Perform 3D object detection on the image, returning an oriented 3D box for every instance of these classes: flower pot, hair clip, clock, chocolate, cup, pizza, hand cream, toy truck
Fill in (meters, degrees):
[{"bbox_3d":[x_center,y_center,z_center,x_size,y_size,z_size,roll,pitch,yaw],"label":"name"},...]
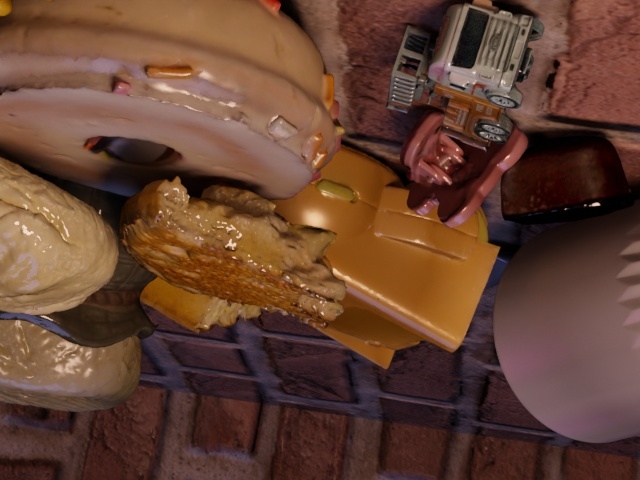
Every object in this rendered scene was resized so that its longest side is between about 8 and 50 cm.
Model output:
[{"bbox_3d":[-0.296,-0.024,1.930,0.302,0.213,0.302,15,-174,-1],"label":"flower pot"},{"bbox_3d":[0.137,-0.068,1.814,0.102,0.123,0.138,36,165,13],"label":"hair clip"},{"bbox_3d":[0.011,-0.005,2.007,0.317,0.200,0.244,23,159,-18],"label":"clock"},{"bbox_3d":[0.233,-0.062,1.803,0.125,0.080,0.149,-4,176,-14],"label":"chocolate"},{"bbox_3d":[0.374,0.073,1.929,0.253,0.253,0.371,15,162,-22],"label":"cup"},{"bbox_3d":[-0.077,0.004,1.687,0.223,0.089,0.323,16,169,2],"label":"pizza"},{"bbox_3d":[0.190,0.046,2.353,0.079,0.048,0.255,10,165,-26],"label":"hand cream"},{"bbox_3d":[0.123,-0.148,1.558,0.115,0.080,0.177,18,168,2],"label":"toy truck"}]

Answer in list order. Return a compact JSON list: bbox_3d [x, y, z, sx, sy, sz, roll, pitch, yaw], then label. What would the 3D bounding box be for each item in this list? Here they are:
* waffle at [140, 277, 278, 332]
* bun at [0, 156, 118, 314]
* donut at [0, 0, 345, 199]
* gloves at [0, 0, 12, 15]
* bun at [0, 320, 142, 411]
[{"bbox_3d":[-0.157,0.025,2.150,0.221,0.055,0.248,28,-160,23],"label":"waffle"},{"bbox_3d":[-0.292,-0.002,1.642,0.220,0.134,0.220,28,171,5],"label":"bun"},{"bbox_3d":[-0.161,-0.141,1.621,0.383,0.142,0.382,9,167,2],"label":"donut"},{"bbox_3d":[-0.308,-0.247,1.351,0.294,0.116,0.133,20,140,-40],"label":"gloves"},{"bbox_3d":[-0.429,0.123,2.671,0.349,0.227,0.352,21,164,-40],"label":"bun"}]
